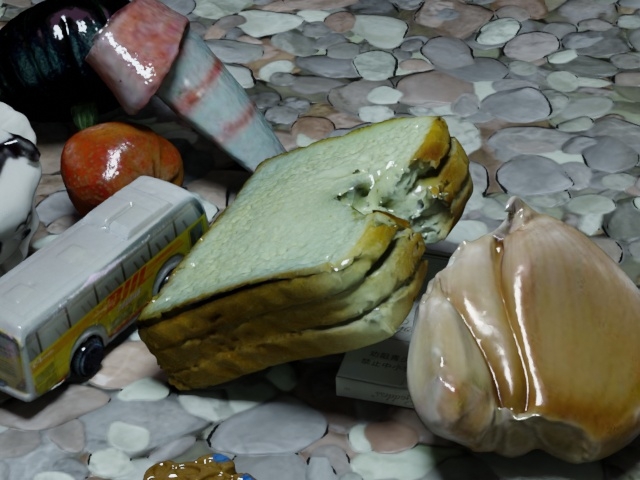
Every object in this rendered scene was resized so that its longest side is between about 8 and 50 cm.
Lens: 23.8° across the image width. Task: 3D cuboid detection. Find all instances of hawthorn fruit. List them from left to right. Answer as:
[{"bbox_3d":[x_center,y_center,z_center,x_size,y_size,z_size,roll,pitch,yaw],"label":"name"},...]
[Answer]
[{"bbox_3d":[-0.202,-0.065,1.519,0.128,0.128,0.128,-2,35,1],"label":"hawthorn fruit"}]

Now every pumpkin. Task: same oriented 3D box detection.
[{"bbox_3d":[-0.272,-0.198,1.662,0.194,0.194,0.150,-16,55,-18],"label":"pumpkin"}]

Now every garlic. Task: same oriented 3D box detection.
[{"bbox_3d":[0.179,0.087,1.272,0.217,0.110,0.228,13,56,-8],"label":"garlic"}]

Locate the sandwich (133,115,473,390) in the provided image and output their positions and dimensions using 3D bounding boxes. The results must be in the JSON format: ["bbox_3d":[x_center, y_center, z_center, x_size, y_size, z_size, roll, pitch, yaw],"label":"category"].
[{"bbox_3d":[0.001,0.001,1.347,0.249,0.095,0.273,-17,25,35],"label":"sandwich"}]

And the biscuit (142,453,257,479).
[{"bbox_3d":[-0.128,0.220,1.184,0.175,0.026,0.124,-30,44,-33],"label":"biscuit"}]

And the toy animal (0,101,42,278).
[{"bbox_3d":[-0.364,-0.028,1.446,0.204,0.156,0.208,13,46,18],"label":"toy animal"}]

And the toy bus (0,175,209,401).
[{"bbox_3d":[-0.207,0.038,1.381,0.092,0.106,0.268,21,42,28],"label":"toy bus"}]

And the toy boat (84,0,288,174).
[{"bbox_3d":[-0.103,-0.133,1.557,0.282,0.096,0.206,40,21,-6],"label":"toy boat"}]

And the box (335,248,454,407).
[{"bbox_3d":[0.092,0.077,1.372,0.109,0.029,0.198,8,38,15],"label":"box"}]
